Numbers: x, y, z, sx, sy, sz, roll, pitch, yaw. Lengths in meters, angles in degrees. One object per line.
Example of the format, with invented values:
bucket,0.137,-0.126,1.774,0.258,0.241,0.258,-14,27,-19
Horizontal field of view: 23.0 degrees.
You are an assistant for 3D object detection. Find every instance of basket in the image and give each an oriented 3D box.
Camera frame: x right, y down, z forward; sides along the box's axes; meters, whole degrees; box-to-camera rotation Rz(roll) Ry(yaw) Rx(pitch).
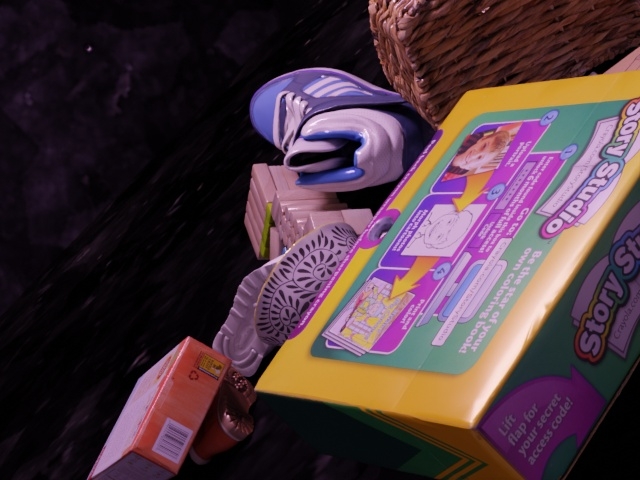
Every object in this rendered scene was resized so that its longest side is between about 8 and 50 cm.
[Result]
basket,0.208,-0.297,1.918,0.299,0.213,0.223,-27,26,-1

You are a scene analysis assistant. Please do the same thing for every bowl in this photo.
bowl,0.012,0.070,1.819,0.170,0.080,0.170,-36,-34,-30

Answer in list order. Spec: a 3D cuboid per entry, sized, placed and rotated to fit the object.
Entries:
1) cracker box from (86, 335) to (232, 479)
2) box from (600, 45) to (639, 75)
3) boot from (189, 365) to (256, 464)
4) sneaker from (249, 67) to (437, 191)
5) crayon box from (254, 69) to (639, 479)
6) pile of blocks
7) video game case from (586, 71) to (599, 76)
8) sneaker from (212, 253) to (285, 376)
cracker box,-0.197,0.221,1.901,0.155,0.067,0.232,-65,12,-25
box,0.364,-0.183,1.697,0.201,0.021,0.164,-36,16,-7
boot,-0.124,0.208,1.902,0.084,0.059,0.158,-44,15,18
sneaker,-0.012,-0.148,2.107,0.323,0.130,0.236,13,19,31
crayon box,0.153,0.025,1.306,0.363,0.106,0.313,-54,27,-20
pile of blocks,0.000,0.000,2.098,0.113,0.149,0.362,-3,17,-18
video game case,0.266,-0.102,1.787,0.193,0.023,0.212,-41,15,8
sneaker,-0.055,0.073,1.967,0.095,0.090,0.235,-45,-2,-45
